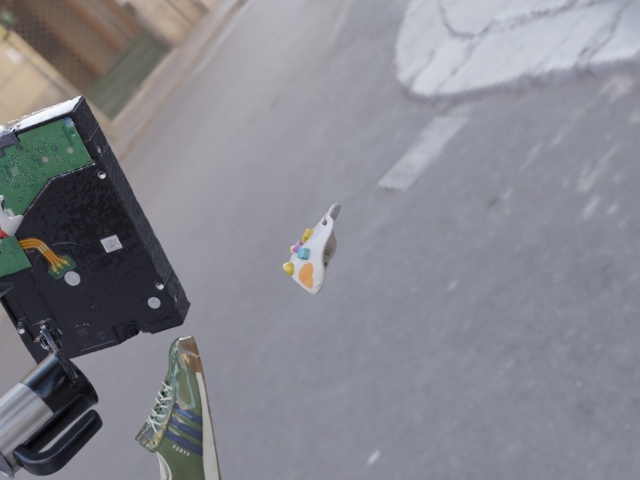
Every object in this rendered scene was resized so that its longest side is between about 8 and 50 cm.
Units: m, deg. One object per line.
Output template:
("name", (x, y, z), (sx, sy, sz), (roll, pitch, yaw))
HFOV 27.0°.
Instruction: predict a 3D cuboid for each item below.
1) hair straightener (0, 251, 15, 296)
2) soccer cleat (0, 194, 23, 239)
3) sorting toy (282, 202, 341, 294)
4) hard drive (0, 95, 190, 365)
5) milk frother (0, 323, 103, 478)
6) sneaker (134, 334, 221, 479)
("hair straightener", (-0.406, 0.067, 1.406), (0.047, 0.089, 0.230), (-31, -8, 25))
("soccer cleat", (-0.330, -0.037, 1.309), (0.035, 0.083, 0.029), (-48, 1, -4))
("sorting toy", (0.000, 0.000, 1.356), (0.075, 0.045, 0.083), (-61, 4, 26))
("hard drive", (-0.351, -0.005, 1.800), (0.237, 0.339, 0.064), (-18, 25, 16))
("milk frother", (-0.331, 0.180, 1.509), (0.135, 0.143, 0.129), (-43, 33, -26))
("sneaker", (-0.166, 0.207, 1.488), (0.086, 0.192, 0.064), (-10, 9, -13))
